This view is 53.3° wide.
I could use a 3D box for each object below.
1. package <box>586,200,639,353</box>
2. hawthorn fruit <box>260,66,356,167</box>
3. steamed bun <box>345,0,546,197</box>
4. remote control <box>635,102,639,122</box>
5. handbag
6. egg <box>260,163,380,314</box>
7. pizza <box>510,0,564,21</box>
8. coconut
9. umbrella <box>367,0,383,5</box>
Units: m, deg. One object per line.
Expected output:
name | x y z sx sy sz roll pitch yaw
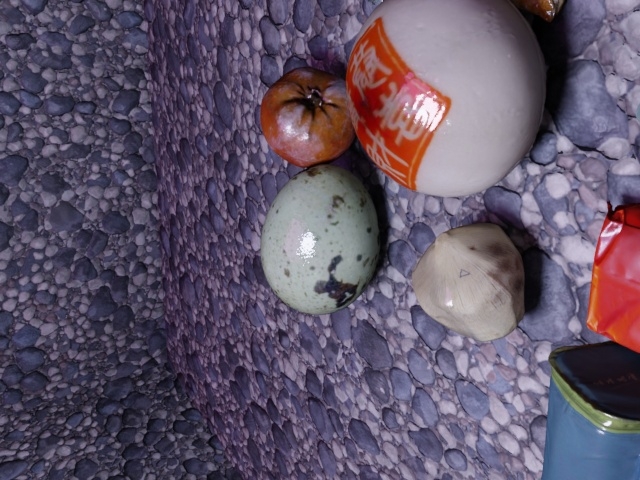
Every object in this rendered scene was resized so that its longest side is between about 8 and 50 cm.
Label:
package | 0.532 0.083 0.821 0.423 0.123 0.196 29 129 53
hawthorn fruit | -0.035 -0.273 1.498 0.263 0.234 0.231 -56 25 35
steamed bun | 0.180 -0.247 1.073 0.374 0.241 0.375 39 138 46
remote control | 0.515 -0.126 0.836 0.222 0.042 0.072 52 143 33
handbag | 0.456 0.289 0.902 0.222 0.262 0.241 -112 15 -68
egg | 0.000 0.000 1.518 0.287 0.287 0.380 34 125 49
pizza | 0.343 -0.417 0.987 0.182 0.062 0.161 -13 84 55
coconut | 0.270 0.070 1.151 0.224 0.224 0.224 32 129 50
umbrella | 0.098 -0.536 1.350 0.188 0.050 0.046 55 166 31
